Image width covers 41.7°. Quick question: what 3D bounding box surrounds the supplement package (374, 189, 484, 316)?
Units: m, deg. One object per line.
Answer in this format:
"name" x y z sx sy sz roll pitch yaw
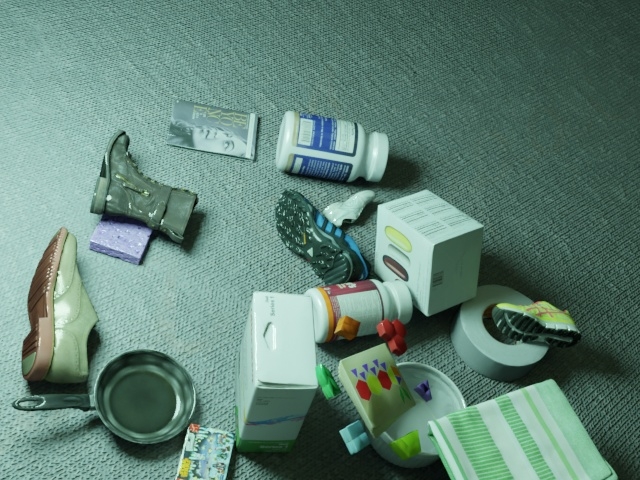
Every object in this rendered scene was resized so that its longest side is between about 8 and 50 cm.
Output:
"supplement package" 0.242 0.024 1.906 0.149 0.194 0.203 -18 36 -27

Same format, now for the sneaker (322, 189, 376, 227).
"sneaker" 0.079 -0.075 2.072 0.152 0.053 0.061 -26 73 -25

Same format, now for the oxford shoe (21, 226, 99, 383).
"oxford shoe" -0.515 0.134 1.698 0.130 0.123 0.348 19 52 -31

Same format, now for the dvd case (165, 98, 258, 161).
"dvd case" -0.273 -0.283 2.146 0.221 0.018 0.164 10 50 -9

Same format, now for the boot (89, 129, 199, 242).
"boot" -0.389 -0.121 1.911 0.229 0.091 0.262 14 53 -14

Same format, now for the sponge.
"sponge" -0.432 -0.048 1.904 0.117 0.031 0.210 18 49 -4

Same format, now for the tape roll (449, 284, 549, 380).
"tape roll" 0.412 0.210 1.929 0.219 0.072 0.219 9 51 -11

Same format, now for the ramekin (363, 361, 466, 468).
"ramekin" 0.186 0.364 1.714 0.207 0.109 0.207 8 50 -10

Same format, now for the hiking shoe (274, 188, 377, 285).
"hiking shoe" 0.000 0.000 1.970 0.132 0.113 0.304 10 36 -49

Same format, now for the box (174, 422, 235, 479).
"box" -0.221 0.423 1.597 0.094 0.027 0.137 13 50 -5

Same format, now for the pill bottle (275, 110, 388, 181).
"pill bottle" 0.029 -0.229 2.107 0.265 0.153 0.153 10 51 -10

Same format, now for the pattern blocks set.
"pattern blocks set" 0.107 0.274 1.575 0.325 0.026 0.285 3 59 -53

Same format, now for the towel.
"towel" 0.391 0.414 1.638 0.325 0.038 0.247 -12 56 -24

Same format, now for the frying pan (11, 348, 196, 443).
"frying pan" -0.389 0.325 1.594 0.326 0.053 0.197 -24 68 -34

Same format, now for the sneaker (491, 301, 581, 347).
"sneaker" 0.479 0.174 1.887 0.209 0.081 0.094 17 42 -12

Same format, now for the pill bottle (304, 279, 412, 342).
"pill bottle" 0.081 0.150 1.843 0.221 0.121 0.121 -7 55 -22

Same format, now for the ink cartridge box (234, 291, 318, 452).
"ink cartridge box" -0.090 0.256 1.604 0.117 0.278 0.201 4 52 -12
